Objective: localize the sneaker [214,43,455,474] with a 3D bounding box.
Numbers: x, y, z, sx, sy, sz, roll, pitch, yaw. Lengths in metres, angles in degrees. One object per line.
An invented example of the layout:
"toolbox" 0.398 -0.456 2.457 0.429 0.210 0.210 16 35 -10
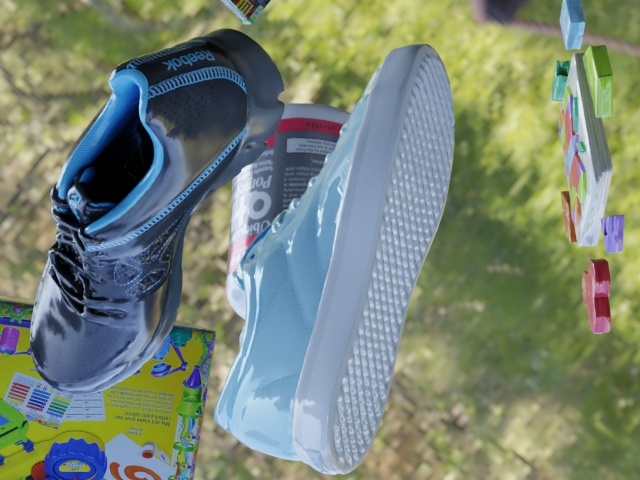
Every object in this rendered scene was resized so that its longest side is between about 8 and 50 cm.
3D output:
"sneaker" 0.000 0.000 1.397 0.150 0.366 0.135 9 160 26

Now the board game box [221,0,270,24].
"board game box" -0.066 -0.440 2.366 0.136 0.260 0.030 44 164 -27

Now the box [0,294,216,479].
"box" -0.289 0.206 1.815 0.290 0.279 0.177 10 178 -18

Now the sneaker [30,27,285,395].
"sneaker" -0.161 -0.016 1.292 0.125 0.341 0.139 42 -149 23

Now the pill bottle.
"pill bottle" -0.026 0.007 2.097 0.176 0.319 0.176 2 156 1

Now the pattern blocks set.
"pattern blocks set" 0.284 -0.094 1.851 0.325 0.026 0.285 -95 3 -45
